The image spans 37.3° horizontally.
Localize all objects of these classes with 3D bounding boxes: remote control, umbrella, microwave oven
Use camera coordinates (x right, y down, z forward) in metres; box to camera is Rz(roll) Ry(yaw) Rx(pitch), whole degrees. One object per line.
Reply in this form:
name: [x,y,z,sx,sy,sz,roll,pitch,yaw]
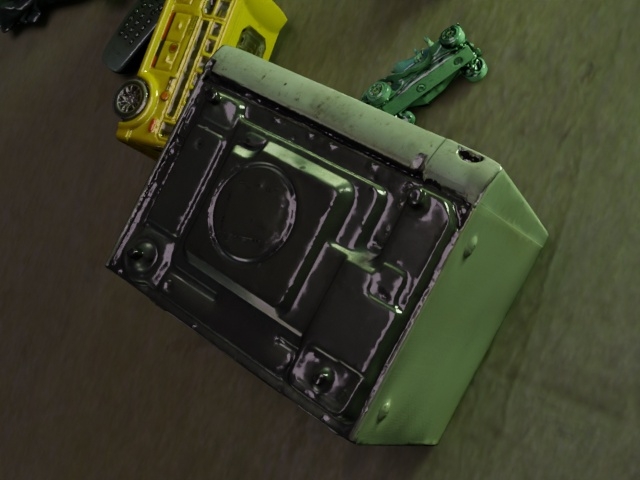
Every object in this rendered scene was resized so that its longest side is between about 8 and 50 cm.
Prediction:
remote control: [-0.251,-0.347,1.449,0.072,0.042,0.222,41,94,31]
umbrella: [-0.461,-0.433,1.558,0.349,0.094,0.143,-7,67,28]
microwave oven: [0.000,0.000,1.074,0.394,0.247,0.333,29,92,32]

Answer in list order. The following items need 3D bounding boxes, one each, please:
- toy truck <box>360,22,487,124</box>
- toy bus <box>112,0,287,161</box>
toy truck: [0.124,-0.211,1.190,0.154,0.080,0.078,-36,45,13]
toy bus: [-0.153,-0.263,1.311,0.152,0.144,0.330,17,83,31]
